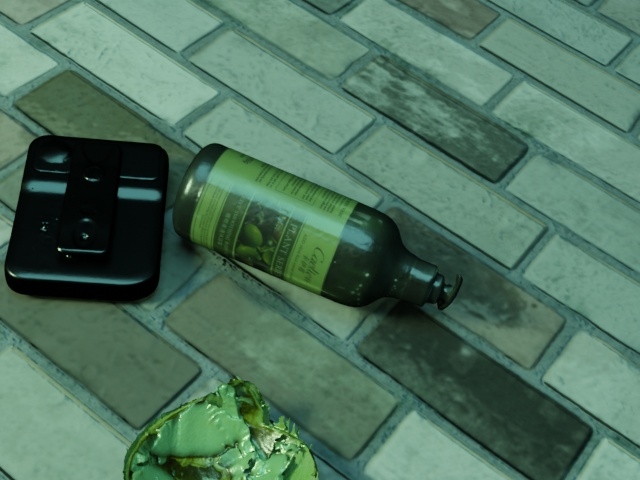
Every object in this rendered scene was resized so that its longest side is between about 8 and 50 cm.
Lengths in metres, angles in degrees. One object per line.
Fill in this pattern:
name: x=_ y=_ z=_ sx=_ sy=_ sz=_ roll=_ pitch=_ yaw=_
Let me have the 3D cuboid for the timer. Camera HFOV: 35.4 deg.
timer: x=-0.225 y=-0.028 z=0.984 sx=0.144 sy=0.055 sz=0.187 roll=5 pitch=50 yaw=-9

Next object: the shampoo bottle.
shampoo bottle: x=0.000 y=0.000 z=0.978 sx=0.283 sy=0.101 sz=0.101 roll=23 pitch=49 yaw=7

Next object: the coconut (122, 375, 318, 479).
coconut: x=-0.081 y=0.183 z=0.836 sx=0.158 sy=0.055 sz=0.133 roll=11 pitch=48 yaw=-5
